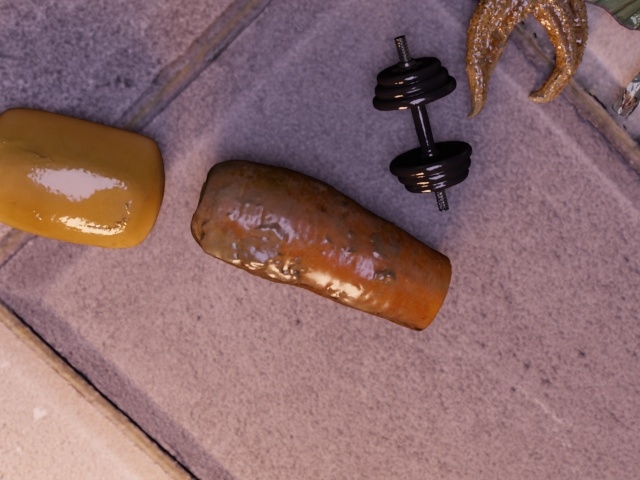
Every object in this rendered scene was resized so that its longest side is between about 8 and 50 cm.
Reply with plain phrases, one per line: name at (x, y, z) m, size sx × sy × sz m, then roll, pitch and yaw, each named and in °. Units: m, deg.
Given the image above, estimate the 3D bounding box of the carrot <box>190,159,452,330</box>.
carrot at (0.000, 0.000, 2.005) m, size 0.302 × 0.139 × 0.139 m, roll 19°, pitch 105°, yaw -14°

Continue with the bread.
bread at (-0.287, -0.067, 1.995) m, size 0.217 × 0.098 × 0.147 m, roll 9°, pitch 102°, yaw -5°

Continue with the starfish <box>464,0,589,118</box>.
starfish at (0.224, -0.299, 1.935) m, size 0.299 × 0.060 × 0.302 m, roll -39°, pitch 122°, yaw 6°

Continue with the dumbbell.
dumbbell at (0.116, -0.131, 1.980) m, size 0.099 × 0.099 × 0.208 m, roll -15°, pitch 107°, yaw 3°

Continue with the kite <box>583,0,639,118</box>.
kite at (0.411, -0.255, 1.970) m, size 0.323 × 0.013 × 0.268 m, roll 27°, pitch 99°, yaw -21°
